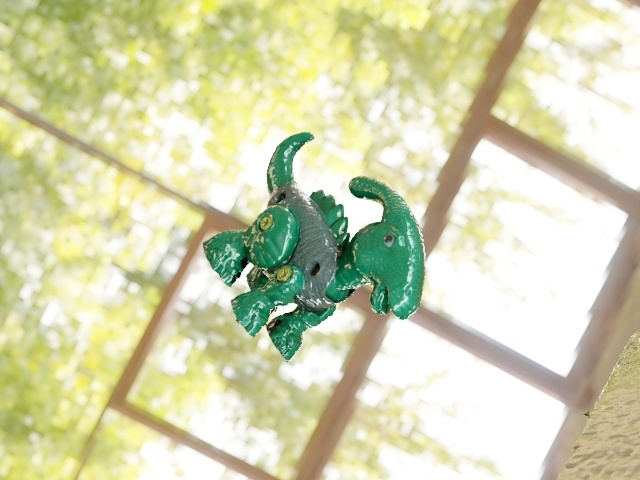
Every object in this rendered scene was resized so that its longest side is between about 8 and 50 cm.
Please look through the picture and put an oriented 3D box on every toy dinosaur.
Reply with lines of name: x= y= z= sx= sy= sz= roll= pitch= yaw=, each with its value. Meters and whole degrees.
toy dinosaur: x=0.000 y=0.000 z=0.960 sx=0.096 sy=0.059 sz=0.132 roll=-34 pitch=-129 yaw=14

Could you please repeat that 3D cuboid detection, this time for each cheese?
cheese: x=0.180 y=0.130 z=1.160 sx=0.085 sy=0.034 sz=0.400 roll=-18 pitch=-165 yaw=29
